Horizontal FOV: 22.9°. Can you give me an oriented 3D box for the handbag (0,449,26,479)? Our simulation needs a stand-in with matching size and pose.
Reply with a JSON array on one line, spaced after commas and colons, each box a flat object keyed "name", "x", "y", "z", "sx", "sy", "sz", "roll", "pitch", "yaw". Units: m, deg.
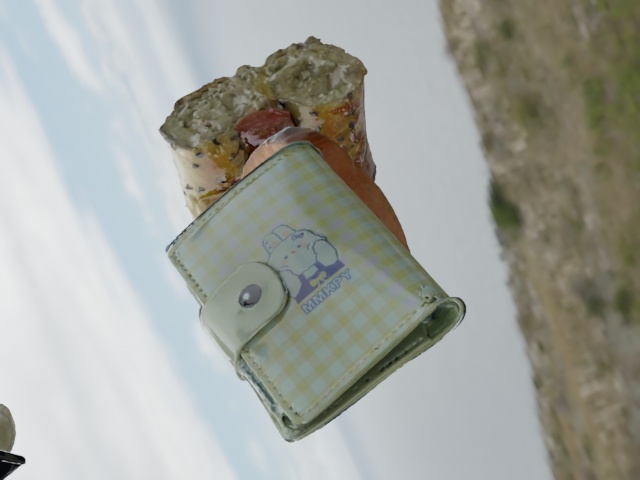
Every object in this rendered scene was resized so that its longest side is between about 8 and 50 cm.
[{"name": "handbag", "x": -0.464, "y": 0.216, "z": 1.411, "sx": 0.329, "sy": 0.303, "sz": 0.122, "roll": 30, "pitch": -123, "yaw": -64}]

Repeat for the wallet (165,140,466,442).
[{"name": "wallet", "x": -0.018, "y": 0.045, "z": 1.619, "sx": 0.309, "sy": 0.223, "sz": 0.077, "roll": 50, "pitch": 177, "yaw": 46}]

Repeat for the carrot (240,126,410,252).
[{"name": "carrot", "x": 0.000, "y": 0.000, "z": 2.071, "sx": 0.258, "sy": 0.100, "sz": 0.307, "roll": -6, "pitch": 110, "yaw": 51}]

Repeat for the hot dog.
[{"name": "hot dog", "x": -0.074, "y": -0.113, "z": 2.707, "sx": 0.196, "sy": 0.367, "sz": 0.365, "roll": 49, "pitch": 157, "yaw": 38}]

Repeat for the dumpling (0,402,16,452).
[{"name": "dumpling", "x": -0.470, "y": 0.267, "z": 1.926, "sx": 0.162, "sy": 0.250, "sz": 0.132, "roll": 43, "pitch": -155, "yaw": -10}]
